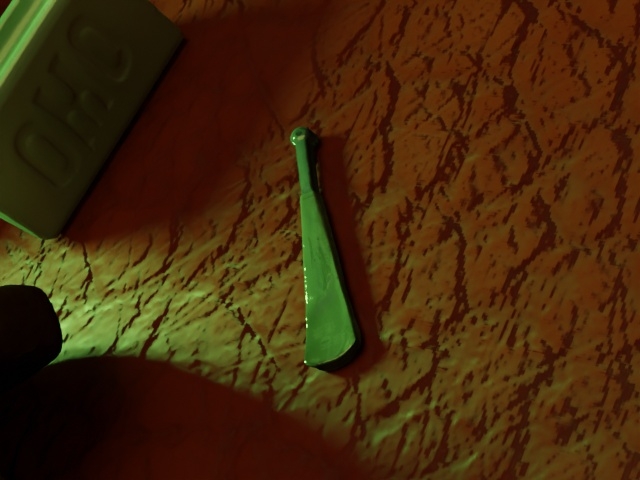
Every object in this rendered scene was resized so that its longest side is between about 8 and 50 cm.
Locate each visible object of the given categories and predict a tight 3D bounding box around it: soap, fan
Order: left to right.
[{"bbox_3d":[-0.205,-0.111,1.120,0.066,0.119,0.198,21,77,47],"label":"soap"},{"bbox_3d":[0.000,0.000,0.947,0.038,0.016,0.193,-25,49,22],"label":"fan"}]

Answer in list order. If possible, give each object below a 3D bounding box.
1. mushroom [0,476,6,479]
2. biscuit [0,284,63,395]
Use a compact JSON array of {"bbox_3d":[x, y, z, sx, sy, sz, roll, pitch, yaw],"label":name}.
[{"bbox_3d":[-0.311,0.198,0.957,0.236,0.173,0.162,-18,49,31],"label":"mushroom"},{"bbox_3d":[-0.342,0.126,0.975,0.367,0.314,0.063,-27,85,-5],"label":"biscuit"}]
